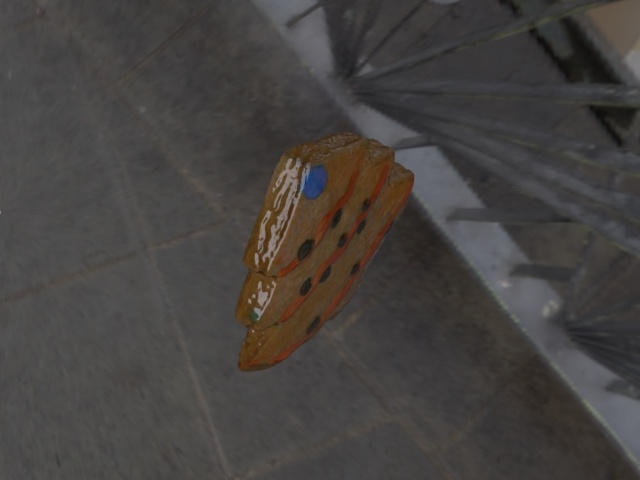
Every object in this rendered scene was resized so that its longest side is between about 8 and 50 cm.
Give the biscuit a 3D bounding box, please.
[{"bbox_3d":[0.000,0.000,0.598,0.019,0.130,0.119,31,75,21],"label":"biscuit"}]
